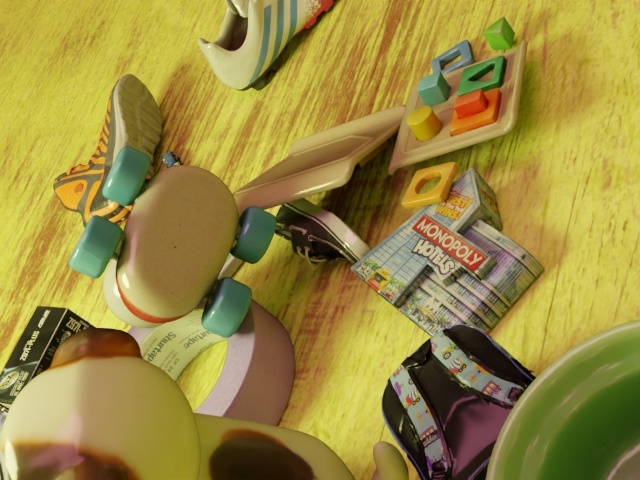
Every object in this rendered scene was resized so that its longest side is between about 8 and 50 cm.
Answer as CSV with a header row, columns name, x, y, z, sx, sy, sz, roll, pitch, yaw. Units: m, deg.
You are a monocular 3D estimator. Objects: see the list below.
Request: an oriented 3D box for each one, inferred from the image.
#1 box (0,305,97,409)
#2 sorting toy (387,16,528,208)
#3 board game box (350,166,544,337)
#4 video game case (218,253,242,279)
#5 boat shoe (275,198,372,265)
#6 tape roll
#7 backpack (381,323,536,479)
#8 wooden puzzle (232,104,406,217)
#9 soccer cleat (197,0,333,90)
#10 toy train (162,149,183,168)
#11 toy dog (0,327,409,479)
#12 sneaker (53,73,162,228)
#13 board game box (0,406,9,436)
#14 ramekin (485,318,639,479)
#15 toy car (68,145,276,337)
name,x,y,z,sx,sy,sz,roll,pitch,yaw
box,-0.346,0.198,1.431,0.077,0.180,0.147,0,58,42
sorting toy,0.174,-0.182,1.335,0.196,0.047,0.348,-20,35,33
board game box,0.162,0.015,1.222,0.194,0.060,0.194,-49,39,-2
video game case,-0.198,0.028,1.566,0.212,0.023,0.193,-52,39,-6
boat shoe,0.000,0.000,1.375,0.070,0.078,0.219,-50,31,-5
tape roll,-0.169,0.190,1.352,0.275,0.090,0.275,-24,45,26
backpack,0.152,0.180,1.045,0.158,0.117,0.173,-45,39,4
wooden puzzle,0.000,-0.105,1.432,0.221,0.044,0.239,-16,19,33
soccer cleat,-0.075,-0.407,1.728,0.116,0.143,0.331,24,75,50
toy train,-0.239,-0.106,1.706,0.027,0.036,0.158,-41,39,8
toy dog,-0.147,0.272,1.009,0.395,0.408,0.284,-23,45,27
sneaker,-0.387,-0.153,1.811,0.180,0.124,0.321,-24,44,24
board game box,-0.482,0.296,1.579,0.170,0.048,0.141,13,65,47
ramekin,0.303,0.227,0.844,0.303,0.148,0.303,-24,44,26
toy car,-0.214,0.030,1.344,0.238,0.219,0.210,-40,28,57
